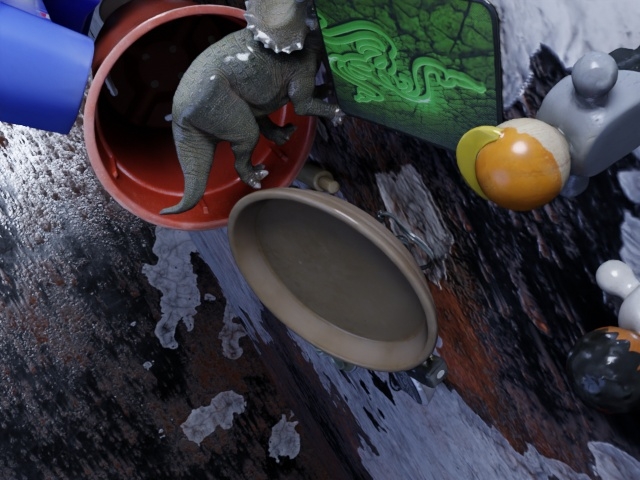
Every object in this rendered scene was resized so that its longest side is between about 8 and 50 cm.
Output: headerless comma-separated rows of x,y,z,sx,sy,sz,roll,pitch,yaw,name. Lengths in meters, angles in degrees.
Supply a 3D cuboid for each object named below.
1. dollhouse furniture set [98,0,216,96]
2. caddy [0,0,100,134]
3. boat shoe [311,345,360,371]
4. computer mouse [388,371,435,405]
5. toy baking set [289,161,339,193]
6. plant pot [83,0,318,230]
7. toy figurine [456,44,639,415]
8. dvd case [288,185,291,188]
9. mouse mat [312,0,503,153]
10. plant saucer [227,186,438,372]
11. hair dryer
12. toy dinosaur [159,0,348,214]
-0.319,-0.348,1.162,0.355,0.174,0.303,44,159,40,dollhouse furniture set
-0.376,-0.268,0.871,0.341,0.179,0.241,-3,76,66,caddy
0.019,0.152,1.220,0.109,0.094,0.302,48,162,33,boat shoe
0.135,0.199,1.063,0.106,0.042,0.193,65,169,-8,computer mouse
-0.001,-0.007,0.968,0.256,0.030,0.196,-153,57,-66,toy baking set
-0.179,-0.191,0.909,0.265,0.273,0.272,51,165,53,plant pot
0.184,0.003,0.324,0.213,0.148,0.209,62,164,-14,toy figurine
-0.086,-0.078,1.252,0.164,0.018,0.221,53,164,19,dvd case
0.069,-0.144,0.583,0.190,0.007,0.152,29,150,37,mouse mat
0.014,0.044,0.804,0.278,0.041,0.277,26,145,20,plant saucer
0.077,0.047,0.937,0.294,0.080,0.223,21,123,58,hair dryer
-0.074,-0.155,0.724,0.160,0.314,0.121,42,-157,-33,toy dinosaur
